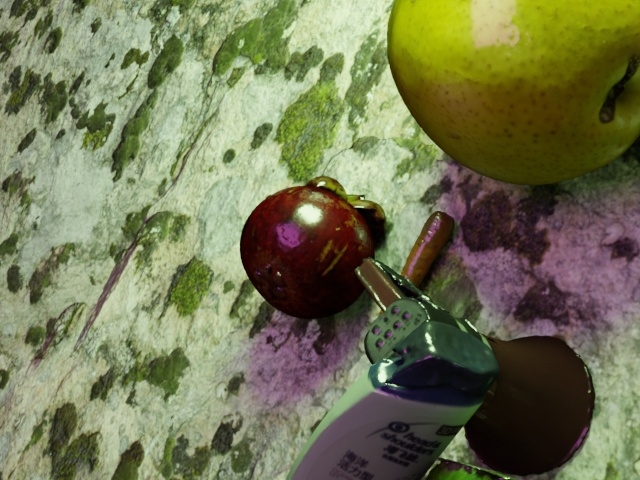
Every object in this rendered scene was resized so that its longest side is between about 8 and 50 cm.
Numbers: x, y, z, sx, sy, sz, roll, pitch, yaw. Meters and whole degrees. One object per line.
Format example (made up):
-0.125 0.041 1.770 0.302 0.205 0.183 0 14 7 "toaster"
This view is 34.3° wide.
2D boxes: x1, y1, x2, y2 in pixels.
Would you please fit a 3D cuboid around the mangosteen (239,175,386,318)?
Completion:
0.000 0.000 1.635 0.215 0.215 0.257 9 39 43 "mangosteen"

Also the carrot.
0.146 0.042 1.581 0.047 0.047 0.191 32 96 46 "carrot"

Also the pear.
0.270 -0.261 1.409 0.362 0.362 0.418 -53 47 6 "pear"

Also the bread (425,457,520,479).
0.274 0.343 1.074 0.382 0.366 0.129 2 69 52 "bread"

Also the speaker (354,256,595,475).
0.181 0.128 1.318 0.198 0.329 0.259 -28 46 28 "speaker"

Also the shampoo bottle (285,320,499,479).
0.056 0.236 1.165 0.078 0.134 0.359 -89 25 -54 "shampoo bottle"
